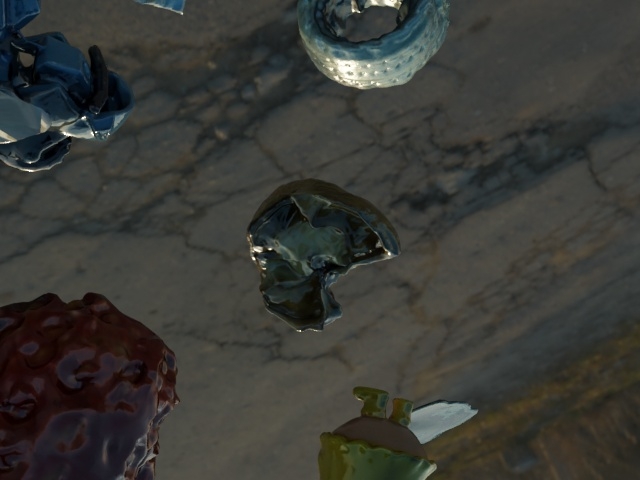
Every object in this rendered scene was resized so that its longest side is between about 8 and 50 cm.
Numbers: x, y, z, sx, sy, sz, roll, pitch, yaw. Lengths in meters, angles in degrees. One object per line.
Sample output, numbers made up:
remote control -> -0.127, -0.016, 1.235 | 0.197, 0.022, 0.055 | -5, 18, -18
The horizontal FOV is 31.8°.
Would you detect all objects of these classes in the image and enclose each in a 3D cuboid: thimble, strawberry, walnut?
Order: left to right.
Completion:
strawberry -> -0.234, 0.197, 0.802 | 0.265, 0.149, 0.336 | 38, 96, -24
walnut -> -0.012, -0.003, 1.621 | 0.204, 0.141, 0.238 | 31, 122, -18
thimble -> 0.089, -0.366, 1.852 | 0.250, 0.204, 0.172 | -10, 162, 7

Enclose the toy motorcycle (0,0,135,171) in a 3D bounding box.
toy motorcycle -> -0.402, -0.261, 1.583 | 0.232, 0.172, 0.416 | -10, 137, 0

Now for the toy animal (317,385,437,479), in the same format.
toy animal -> 0.055, 0.282, 1.252 | 0.156, 0.229, 0.156 | 8, 163, 3

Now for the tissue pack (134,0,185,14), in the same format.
tissue pack -> -0.235, -0.448, 1.583 | 0.145, 0.159, 0.229 | 0, 107, -59

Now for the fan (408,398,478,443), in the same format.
fan -> 0.106, 0.266, 1.515 | 0.220, 0.009, 0.132 | -33, 147, 24
